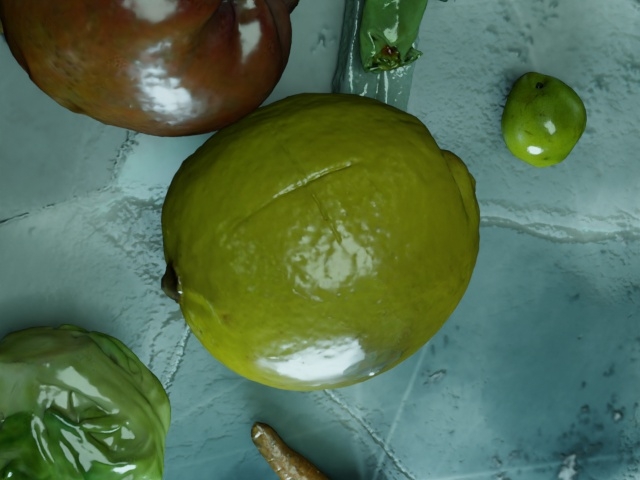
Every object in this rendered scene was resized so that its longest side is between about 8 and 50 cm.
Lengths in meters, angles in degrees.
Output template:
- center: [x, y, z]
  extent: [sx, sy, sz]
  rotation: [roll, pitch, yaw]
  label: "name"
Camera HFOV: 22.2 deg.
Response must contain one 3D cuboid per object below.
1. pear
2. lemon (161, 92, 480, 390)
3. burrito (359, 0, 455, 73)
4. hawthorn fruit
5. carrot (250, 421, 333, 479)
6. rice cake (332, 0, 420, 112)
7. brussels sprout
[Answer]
- center: [0.228, -0.125, 1.678]
  extent: [0.092, 0.092, 0.097]
  rotation: [-33, 107, -5]
  label: "pear"
- center: [0.000, 0.000, 1.546]
  extent: [0.297, 0.297, 0.297]
  rotation: [-3, 101, -13]
  label: "lemon"
- center: [0.107, -0.295, 1.591]
  extent: [0.104, 0.054, 0.288]
  rotation: [14, 95, -16]
  label: "burrito"
- center: [-0.176, -0.225, 1.482]
  extent: [0.298, 0.277, 0.277]
  rotation: [-12, 107, 26]
  label: "hawthorn fruit"
- center: [-0.009, 0.256, 1.720]
  extent: [0.047, 0.047, 0.191]
  rotation: [-44, 104, -2]
  label: "carrot"
- center: [0.062, -0.218, 1.642]
  extent: [0.085, 0.040, 0.226]
  rotation: [6, 99, -15]
  label: "rice cake"
- center: [-0.249, 0.189, 1.592]
  extent: [0.223, 0.161, 0.223]
  rotation: [2, 103, 9]
  label: "brussels sprout"
